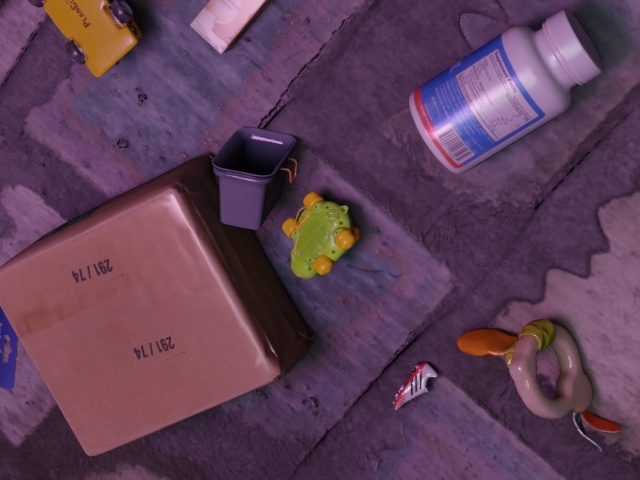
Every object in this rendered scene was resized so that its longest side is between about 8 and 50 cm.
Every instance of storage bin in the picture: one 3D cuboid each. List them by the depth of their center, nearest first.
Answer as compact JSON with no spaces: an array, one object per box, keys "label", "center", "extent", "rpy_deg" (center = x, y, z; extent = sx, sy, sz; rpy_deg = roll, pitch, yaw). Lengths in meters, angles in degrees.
[{"label":"storage bin","center":[-0.082,-0.078,1.811],"extent":[0.098,0.135,0.091],"rpy_deg":[11,121,11]}]

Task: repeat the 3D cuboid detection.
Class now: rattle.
[{"label":"rattle","center":[0.288,0.201,1.827],"extent":[0.142,0.130,0.200],"rpy_deg":[-23,127,31]}]

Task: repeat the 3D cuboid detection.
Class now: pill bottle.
[{"label":"pill bottle","center":[0.230,-0.186,1.689],"extent":[0.221,0.124,0.124],"rpy_deg":[-31,97,21]}]

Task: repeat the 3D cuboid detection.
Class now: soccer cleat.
[{"label":"soccer cleat","center":[0.130,0.205,1.892],"extent":[0.035,0.029,0.083],"rpy_deg":[34,108,7]}]

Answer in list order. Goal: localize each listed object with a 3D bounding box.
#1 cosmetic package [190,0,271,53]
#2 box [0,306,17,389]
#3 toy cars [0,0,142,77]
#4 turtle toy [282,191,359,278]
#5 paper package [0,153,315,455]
[{"label":"cosmetic package","center":[-0.109,-0.305,1.788],"extent":[0.060,0.041,0.115],"rpy_deg":[42,113,0]},{"label":"box","center":[-0.564,0.145,2.059],"extent":[0.225,0.036,0.136],"rpy_deg":[12,110,10]},{"label":"toy cars","center":[-0.405,-0.337,1.840],"extent":[0.393,0.087,0.176],"rpy_deg":[14,105,14]},{"label":"turtle toy","center":[0.000,0.000,1.841],"extent":[0.095,0.066,0.130],"rpy_deg":[51,117,21]},{"label":"paper package","center":[-0.230,0.090,1.879],"extent":[0.325,0.168,0.309],"rpy_deg":[-25,98,22]}]
